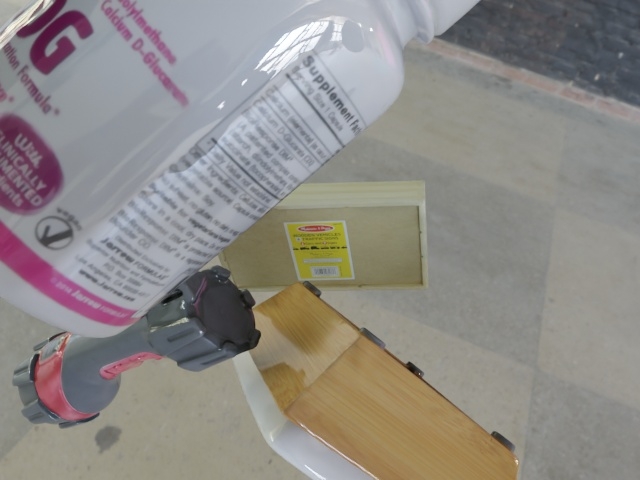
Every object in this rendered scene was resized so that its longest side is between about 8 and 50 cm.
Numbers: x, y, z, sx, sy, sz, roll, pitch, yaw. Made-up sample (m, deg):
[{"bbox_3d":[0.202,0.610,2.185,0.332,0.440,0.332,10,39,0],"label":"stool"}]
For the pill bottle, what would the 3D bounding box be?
[{"bbox_3d":[-0.059,-0.094,0.372,0.160,0.283,0.160,50,5,-6],"label":"pill bottle"}]

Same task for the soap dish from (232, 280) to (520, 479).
[{"bbox_3d":[0.039,0.154,0.669,0.229,0.118,0.291,39,-3,-15],"label":"soap dish"}]

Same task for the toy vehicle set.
[{"bbox_3d":[0.000,0.000,0.878,0.267,0.166,0.035,-1,48,8],"label":"toy vehicle set"}]

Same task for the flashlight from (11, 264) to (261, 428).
[{"bbox_3d":[-0.185,0.113,0.687,0.103,0.304,0.103,-8,78,-54],"label":"flashlight"}]
